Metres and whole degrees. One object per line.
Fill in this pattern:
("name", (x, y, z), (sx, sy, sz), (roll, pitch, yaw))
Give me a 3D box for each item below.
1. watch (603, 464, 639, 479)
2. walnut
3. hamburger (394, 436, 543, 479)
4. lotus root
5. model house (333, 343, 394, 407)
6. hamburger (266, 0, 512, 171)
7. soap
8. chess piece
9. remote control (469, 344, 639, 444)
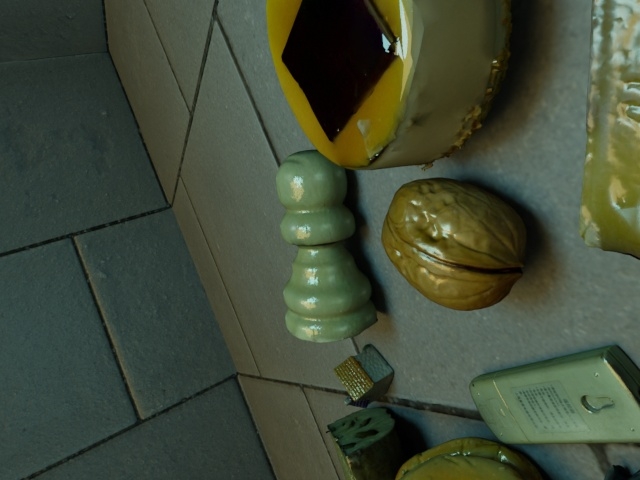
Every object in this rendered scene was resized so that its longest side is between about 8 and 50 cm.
("watch", (0.380, 0.325, 0.390), (0.193, 0.068, 0.207), (0, 105, 65))
("walnut", (0.156, 0.004, 0.496), (0.180, 0.144, 0.144), (33, 136, 43))
("hamburger", (0.230, 0.441, 0.581), (0.314, 0.170, 0.290), (-46, 74, 30))
("lotus root", (0.135, 0.493, 0.833), (0.267, 0.149, 0.260), (114, 132, -76))
("model house", (0.083, 0.291, 0.871), (0.088, 0.100, 0.101), (46, 146, 37))
("hamburger", (0.069, -0.219, 0.457), (0.294, 0.179, 0.276), (60, 155, 10))
("soap", (0.267, -0.096, 0.289), (0.135, 0.076, 0.234), (23, 127, 53))
("chess piece", (0.000, 0.000, 0.772), (0.182, 0.182, 0.331), (13, 113, 59))
("remote control", (0.281, 0.197, 0.509), (0.098, 0.038, 0.233), (61, 151, 14))
